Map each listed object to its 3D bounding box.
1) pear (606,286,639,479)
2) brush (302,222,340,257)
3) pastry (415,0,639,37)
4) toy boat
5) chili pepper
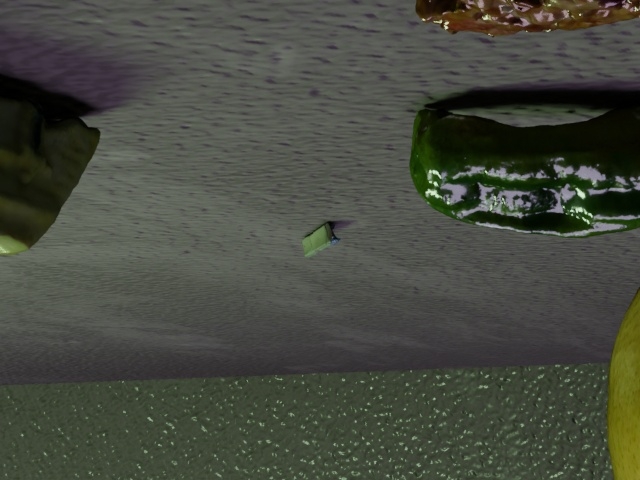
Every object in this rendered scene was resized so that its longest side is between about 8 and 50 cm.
[{"bbox_3d":[0.325,0.100,1.135,0.314,0.314,0.314,-1,172,0],"label":"pear"},{"bbox_3d":[0.000,0.000,1.391,0.013,0.016,0.083,-10,174,-16],"label":"brush"},{"bbox_3d":[0.091,-0.095,0.583,0.169,0.063,0.087,-8,172,36],"label":"pastry"},{"bbox_3d":[-0.215,-0.039,0.872,0.111,0.084,0.276,-4,171,30],"label":"toy boat"},{"bbox_3d":[0.150,-0.041,0.961,0.204,0.073,0.072,-1,158,-5],"label":"chili pepper"}]
